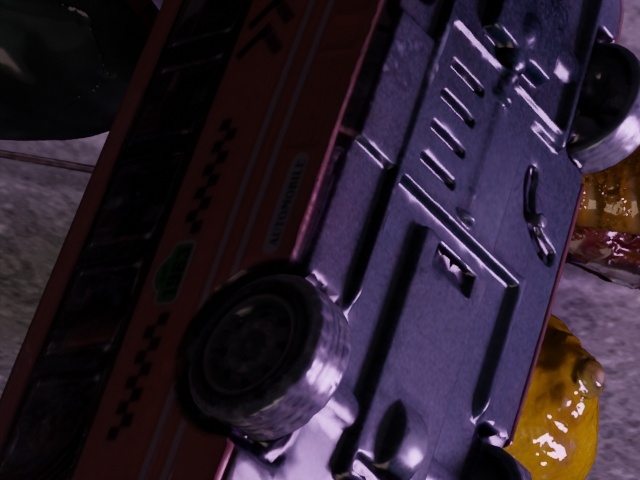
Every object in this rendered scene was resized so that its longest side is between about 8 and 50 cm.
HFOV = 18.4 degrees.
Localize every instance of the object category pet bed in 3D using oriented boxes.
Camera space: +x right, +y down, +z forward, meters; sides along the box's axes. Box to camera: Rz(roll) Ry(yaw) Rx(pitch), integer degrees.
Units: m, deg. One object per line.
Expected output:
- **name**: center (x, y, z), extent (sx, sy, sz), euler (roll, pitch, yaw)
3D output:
- **pet bed**: center (-0.185, -0.125, 1.179), extent (0.201, 0.053, 0.201), euler (7, 148, 4)

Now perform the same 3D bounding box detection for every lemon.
- **lemon**: center (0.090, 0.122, 1.365), extent (0.256, 0.188, 0.188), euler (-16, 140, 43)

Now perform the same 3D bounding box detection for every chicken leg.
- **chicken leg**: center (0.176, 0.000, 1.287), extent (0.205, 0.053, 0.093), euler (24, 159, -15)

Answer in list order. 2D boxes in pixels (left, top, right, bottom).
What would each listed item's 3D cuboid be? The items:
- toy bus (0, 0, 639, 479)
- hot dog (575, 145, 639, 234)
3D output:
- **toy bus**: center (0.000, 0.000, 0.995), extent (0.233, 0.427, 0.203), euler (-4, 146, 40)
- **hot dog**: center (0.225, -0.037, 1.192), extent (0.289, 0.083, 0.068), euler (7, 128, 3)
